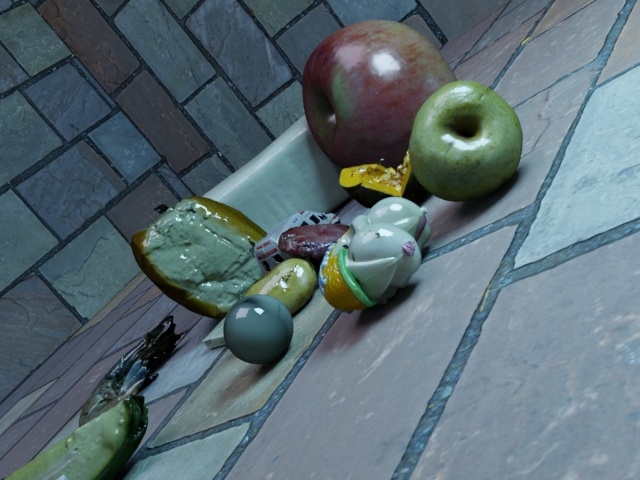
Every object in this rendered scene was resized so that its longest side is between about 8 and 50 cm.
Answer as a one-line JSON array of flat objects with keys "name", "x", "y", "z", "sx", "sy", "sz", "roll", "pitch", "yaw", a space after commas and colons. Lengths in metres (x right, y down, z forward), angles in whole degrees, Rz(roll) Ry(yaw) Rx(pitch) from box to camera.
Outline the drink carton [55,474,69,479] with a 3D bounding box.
[{"name": "drink carton", "x": -0.396, "y": 0.419, "z": 1.037, "sx": 0.222, "sy": 0.102, "sz": 0.134, "roll": -36, "pitch": 10, "yaw": 17}]

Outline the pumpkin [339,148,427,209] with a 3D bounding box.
[{"name": "pumpkin", "x": 0.136, "y": -0.108, "z": 1.387, "sx": 0.184, "sy": 0.107, "sz": 0.119, "roll": -27, "pitch": 22, "yaw": 19}]

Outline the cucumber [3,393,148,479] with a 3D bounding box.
[{"name": "cucumber", "x": -0.373, "y": 0.352, "z": 1.234, "sx": 0.325, "sy": 0.105, "sz": 0.145, "roll": -37, "pitch": -15, "yaw": 11}]

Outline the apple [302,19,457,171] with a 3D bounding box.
[{"name": "apple", "x": 0.125, "y": -0.290, "z": 1.641, "sx": 0.270, "sy": 0.344, "sz": 0.345, "roll": -20, "pitch": 6, "yaw": -17}]

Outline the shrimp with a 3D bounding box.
[{"name": "shrimp", "x": -0.391, "y": 0.279, "z": 1.656, "sx": 0.289, "sy": 0.075, "sz": 0.178, "roll": -40, "pitch": 19, "yaw": -8}]

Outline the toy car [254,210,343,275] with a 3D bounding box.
[{"name": "toy car", "x": -0.038, "y": -0.001, "z": 1.516, "sx": 0.089, "sy": 0.108, "sz": 0.209, "roll": -30, "pitch": 14, "yaw": 39}]

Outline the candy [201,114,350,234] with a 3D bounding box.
[{"name": "candy", "x": -0.103, "y": -0.099, "z": 1.855, "sx": 0.359, "sy": 0.208, "sz": 0.145, "roll": -37, "pitch": 12, "yaw": 9}]

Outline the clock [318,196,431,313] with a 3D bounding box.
[{"name": "clock", "x": 0.080, "y": 0.015, "z": 1.094, "sx": 0.144, "sy": 0.103, "sz": 0.231, "roll": -32, "pitch": 15, "yaw": 26}]

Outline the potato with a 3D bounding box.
[{"name": "potato", "x": -0.078, "y": 0.096, "z": 1.344, "sx": 0.170, "sy": 0.080, "sz": 0.107, "roll": -37, "pitch": 23, "yaw": 5}]

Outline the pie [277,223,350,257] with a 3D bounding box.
[{"name": "pie", "x": 0.000, "y": 0.000, "z": 1.395, "sx": 0.155, "sy": 0.036, "sz": 0.154, "roll": 0, "pitch": 14, "yaw": 0}]

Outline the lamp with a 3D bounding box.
[{"name": "lamp", "x": -0.092, "y": 0.129, "z": 1.185, "sx": 0.105, "sy": 0.105, "sz": 0.105, "roll": -37, "pitch": 11, "yaw": 9}]

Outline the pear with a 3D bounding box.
[{"name": "pear", "x": 0.204, "y": -0.139, "z": 1.145, "sx": 0.167, "sy": 0.167, "sz": 0.136, "roll": -38, "pitch": -16, "yaw": 7}]

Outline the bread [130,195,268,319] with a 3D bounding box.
[{"name": "bread", "x": -0.236, "y": 0.028, "z": 1.660, "sx": 0.225, "sy": 0.279, "sz": 0.250, "roll": -53, "pitch": 10, "yaw": 2}]

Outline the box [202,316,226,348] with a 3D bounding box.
[{"name": "box", "x": -0.147, "y": 0.153, "z": 1.476, "sx": 0.090, "sy": 0.024, "sz": 0.167, "roll": -47, "pitch": 14, "yaw": -32}]
